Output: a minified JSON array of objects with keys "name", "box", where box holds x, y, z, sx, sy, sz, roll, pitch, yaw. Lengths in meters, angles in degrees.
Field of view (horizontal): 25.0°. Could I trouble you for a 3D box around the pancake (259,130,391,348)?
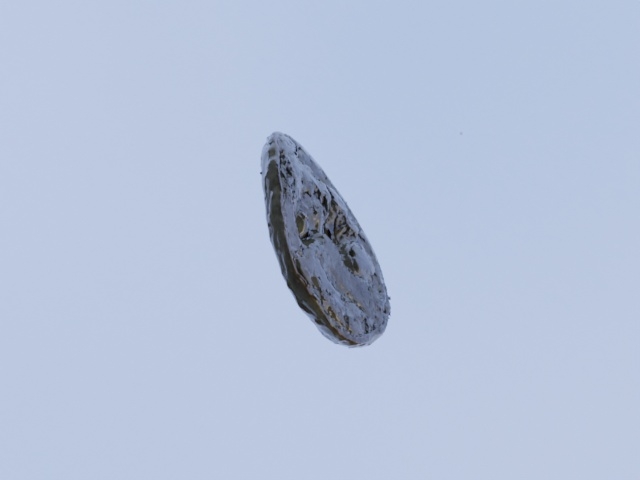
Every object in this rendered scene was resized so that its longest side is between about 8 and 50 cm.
[{"name":"pancake","box":[0.000,0.000,0.959,0.028,0.158,0.158,-25,-89,19]}]
